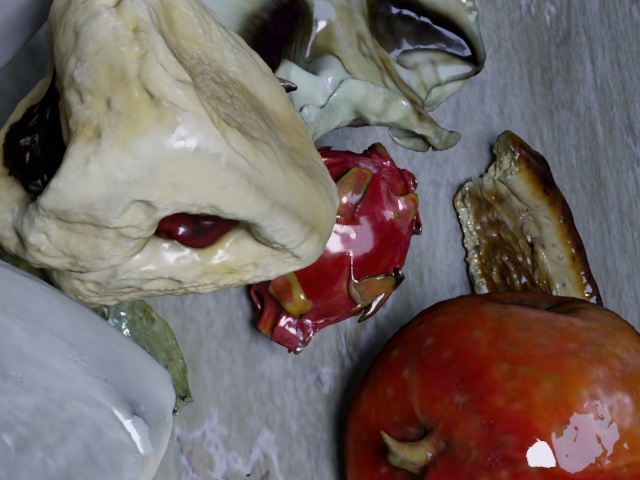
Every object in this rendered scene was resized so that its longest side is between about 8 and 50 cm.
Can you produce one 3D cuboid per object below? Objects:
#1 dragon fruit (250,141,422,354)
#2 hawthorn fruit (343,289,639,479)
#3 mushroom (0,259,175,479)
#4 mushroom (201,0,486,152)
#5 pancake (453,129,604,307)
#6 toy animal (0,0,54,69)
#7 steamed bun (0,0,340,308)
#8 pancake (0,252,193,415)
[{"bbox_3d":[0.000,0.000,0.880,0.133,0.136,0.166,32,77,-6],"label":"dragon fruit"},{"bbox_3d":[0.144,0.158,0.938,0.262,0.258,0.258,-31,108,-27],"label":"hawthorn fruit"},{"bbox_3d":[-0.209,0.042,0.487,0.329,0.122,0.159,36,40,-14],"label":"mushroom"},{"bbox_3d":[-0.014,-0.134,0.844,0.247,0.130,0.344,47,34,1],"label":"mushroom"},{"bbox_3d":[0.223,-0.004,1.248,0.257,0.056,0.212,15,68,-52],"label":"pancake"},{"bbox_3d":[-0.231,-0.201,0.551,0.206,0.272,0.265,-41,92,-22],"label":"toy animal"},{"bbox_3d":[-0.098,-0.033,0.611,0.172,0.155,0.140,36,28,-47],"label":"steamed bun"},{"bbox_3d":[-0.153,0.111,0.639,0.254,0.037,0.253,24,59,-46],"label":"pancake"}]
